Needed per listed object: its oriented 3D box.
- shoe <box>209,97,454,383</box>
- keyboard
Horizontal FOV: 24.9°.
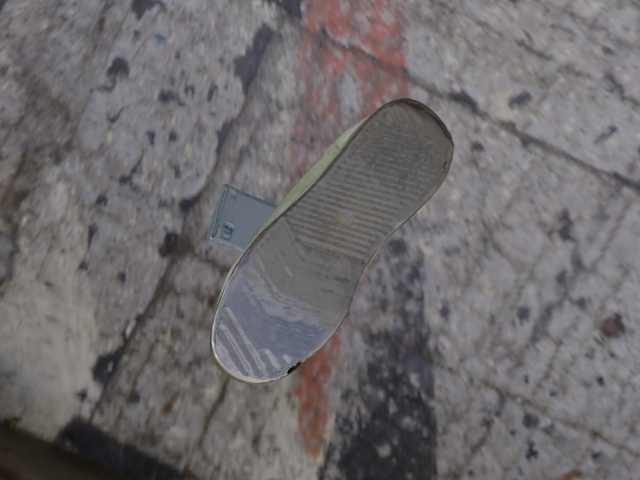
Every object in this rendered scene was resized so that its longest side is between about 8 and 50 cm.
[{"bbox_3d":[0.000,0.000,1.206,0.103,0.098,0.275,44,77,-14],"label":"shoe"},{"bbox_3d":[-0.029,0.002,1.372,0.176,0.014,0.055,23,77,-34],"label":"keyboard"}]
